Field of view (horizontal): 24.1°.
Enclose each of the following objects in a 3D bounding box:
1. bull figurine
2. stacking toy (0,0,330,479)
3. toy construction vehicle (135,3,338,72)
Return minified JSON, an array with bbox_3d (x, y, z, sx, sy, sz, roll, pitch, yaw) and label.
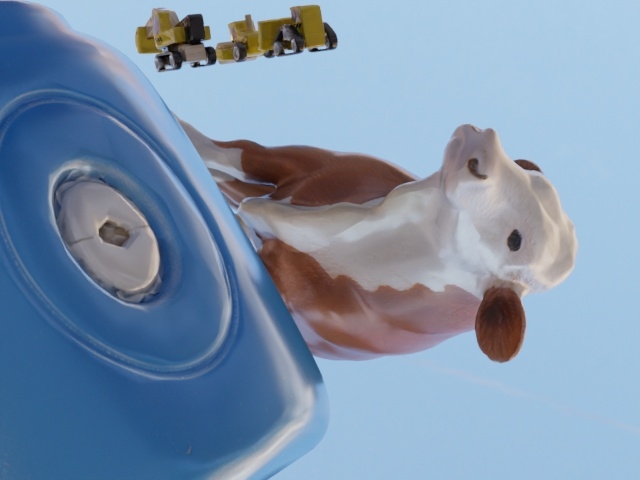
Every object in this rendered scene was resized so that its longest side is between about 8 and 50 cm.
[{"bbox_3d":[0.000,0.000,0.715,0.188,0.310,0.101,18,-100,-4],"label":"bull figurine"},{"bbox_3d":[-0.163,0.070,0.491,0.166,0.302,0.175,58,-150,5],"label":"stacking toy"},{"bbox_3d":[-0.048,-0.112,0.799,0.086,0.035,0.098,-10,-173,-22],"label":"toy construction vehicle"}]
